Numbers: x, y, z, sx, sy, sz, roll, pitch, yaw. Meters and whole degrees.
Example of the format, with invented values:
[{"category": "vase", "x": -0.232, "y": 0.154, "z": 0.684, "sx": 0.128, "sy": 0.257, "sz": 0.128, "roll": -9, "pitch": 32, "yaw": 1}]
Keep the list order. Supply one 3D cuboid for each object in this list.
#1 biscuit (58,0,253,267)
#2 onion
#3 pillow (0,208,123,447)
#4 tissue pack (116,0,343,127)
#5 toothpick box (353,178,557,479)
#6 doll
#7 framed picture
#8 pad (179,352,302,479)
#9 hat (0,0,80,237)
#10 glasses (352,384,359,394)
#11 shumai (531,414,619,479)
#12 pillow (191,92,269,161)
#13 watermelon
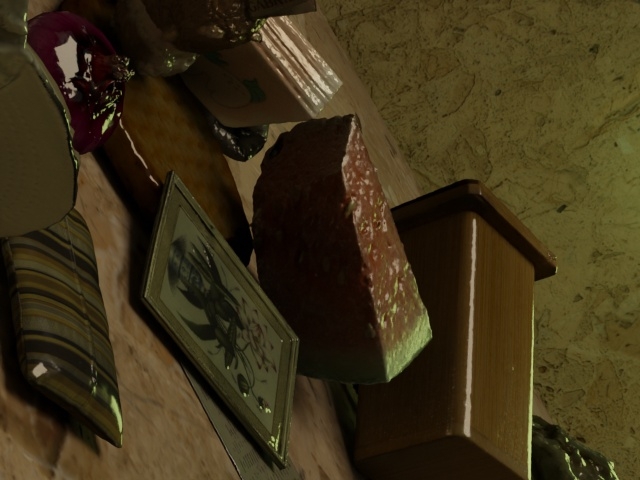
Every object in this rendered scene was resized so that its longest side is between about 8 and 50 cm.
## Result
[{"category": "biscuit", "x": -0.159, "y": -0.102, "z": 1.410, "sx": 0.318, "sy": 0.040, "sz": 0.318, "roll": 59, "pitch": 11, "yaw": -18}, {"category": "onion", "x": -0.194, "y": -0.122, "z": 1.127, "sx": 0.115, "sy": 0.105, "sz": 0.115, "roll": -10, "pitch": 90, "yaw": -69}, {"category": "pillow", "x": -0.177, "y": 0.035, "z": 0.975, "sx": 0.113, "sy": 0.038, "sz": 0.203, "roll": 49, "pitch": 17, "yaw": -50}, {"category": "tissue pack", "x": -0.135, "y": -0.250, "z": 1.489, "sx": 0.170, "sy": 0.071, "sz": 0.325, "roll": 0, "pitch": -41, "yaw": 51}, {"category": "toothpick box", "x": 0.143, "y": 0.125, "z": 1.627, "sx": 0.190, "sy": 0.188, "sz": 0.308, "roll": 40, "pitch": 43, "yaw": -38}, {"category": "doll", "x": -0.106, "y": -0.216, "z": 1.325, "sx": 0.105, "sy": 0.221, "sz": 0.114, "roll": 1, "pitch": 84, "yaw": -43}, {"category": "framed picture", "x": -0.083, "y": 0.070, "z": 1.277, "sx": 0.231, "sy": 0.010, "sz": 0.173, "roll": 54, "pitch": 25, "yaw": -33}, {"category": "pad", "x": -0.039, "y": 0.205, "z": 1.267, "sx": 0.265, "sy": 0.009, "sz": 0.159, "roll": 61, "pitch": 11, "yaw": 2}, {"category": "hat", "x": -0.260, "y": -0.113, "z": 0.785, "sx": 0.258, "sy": 0.168, "sz": 0.301, "roll": 50, "pitch": -22, "yaw": 36}, {"category": "glasses", "x": 0.084, "y": 0.138, "z": 1.791, "sx": 0.162, "sy": 0.095, "sz": 0.255, "roll": 49, "pitch": 19, "yaw": -55}, {"category": "shumai", "x": 0.225, "y": 0.303, "z": 1.749, "sx": 0.222, "sy": 0.225, "sz": 0.260, "roll": 42, "pitch": 5, "yaw": -16}, {"category": "pillow", "x": -0.157, "y": -0.268, "z": 1.700, "sx": 0.326, "sy": 0.101, "sz": 0.228, "roll": 55, "pitch": 16, "yaw": -24}, {"category": "watermelon", "x": 0.000, "y": 0.000, "z": 1.456, "sx": 0.140, "sy": 0.193, "sz": 0.256, "roll": -36, "pitch": 126, "yaw": -52}]
